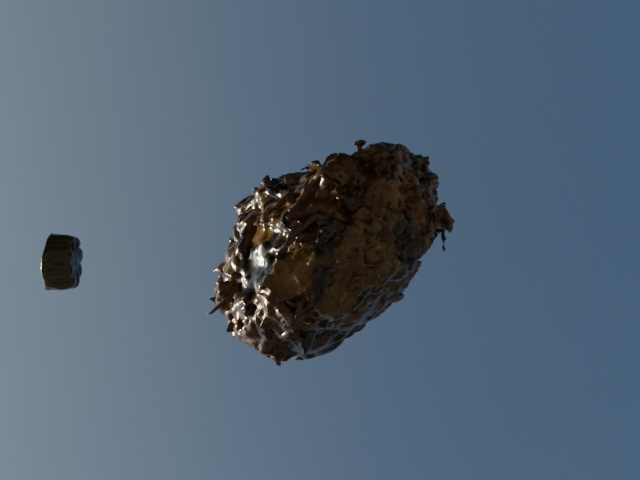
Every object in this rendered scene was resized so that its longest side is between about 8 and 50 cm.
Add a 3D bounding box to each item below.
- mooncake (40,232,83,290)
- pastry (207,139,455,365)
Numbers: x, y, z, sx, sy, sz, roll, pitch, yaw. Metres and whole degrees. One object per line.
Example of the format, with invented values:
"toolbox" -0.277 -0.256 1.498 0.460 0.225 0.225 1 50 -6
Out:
"mooncake" -0.207 0.139 0.710 0.057 0.150 0.346 -18 -106 -3
"pastry" 0.000 0.000 0.863 0.275 0.275 0.193 -38 -107 -9
